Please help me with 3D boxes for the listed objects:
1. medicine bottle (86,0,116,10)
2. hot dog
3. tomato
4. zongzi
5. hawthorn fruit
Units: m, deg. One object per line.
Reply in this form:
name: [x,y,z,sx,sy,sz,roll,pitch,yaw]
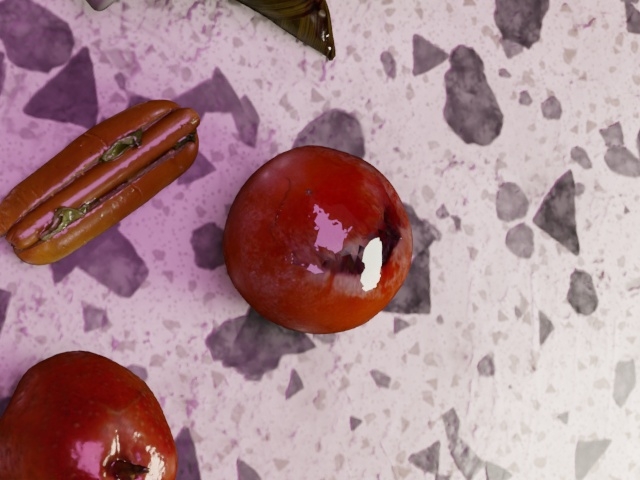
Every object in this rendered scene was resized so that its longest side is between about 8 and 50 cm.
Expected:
medicine bottle: [-0.253,-0.339,1.691,0.105,0.105,0.168,-43,100,-19]
hot dog: [-0.234,-0.067,1.693,0.249,0.068,0.100,-38,100,-19]
tomato: [0.000,0.000,1.713,0.208,0.184,0.208,2,85,-19]
zongzi: [-0.077,-0.276,1.705,0.241,0.111,0.247,63,32,-9]
hawthorn fruit: [-0.225,0.216,1.591,0.196,0.225,0.196,-3,95,-30]
